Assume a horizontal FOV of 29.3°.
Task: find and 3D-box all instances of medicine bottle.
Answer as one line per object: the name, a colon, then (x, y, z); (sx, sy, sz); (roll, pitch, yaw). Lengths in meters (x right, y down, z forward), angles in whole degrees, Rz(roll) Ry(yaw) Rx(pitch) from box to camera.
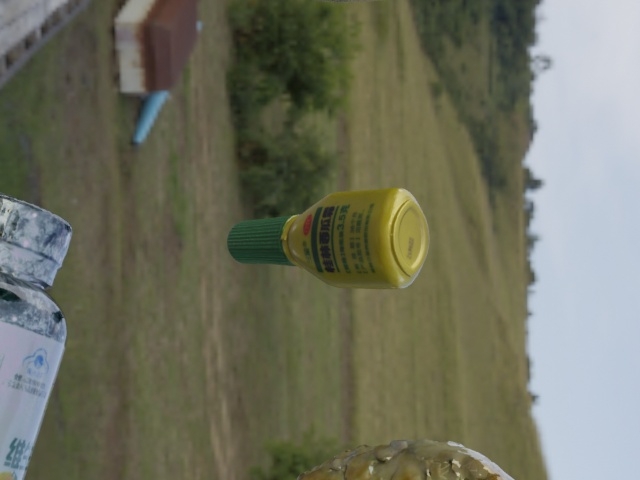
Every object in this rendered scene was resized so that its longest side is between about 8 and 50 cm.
medicine bottle: (0.000, 0.000, 1.220); (0.261, 0.064, 0.094); (-1, -90, 50)
medicine bottle: (-0.264, 0.111, 0.854); (0.141, 0.141, 0.293); (107, -2, -78)

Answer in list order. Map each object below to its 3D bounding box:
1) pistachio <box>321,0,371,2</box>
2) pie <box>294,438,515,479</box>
pistachio: (0.009, -0.335, 0.762); (0.281, 0.446, 0.365); (43, -67, 44)
pie: (0.027, 0.178, 0.460); (0.179, 0.084, 0.205); (34, -78, 54)
